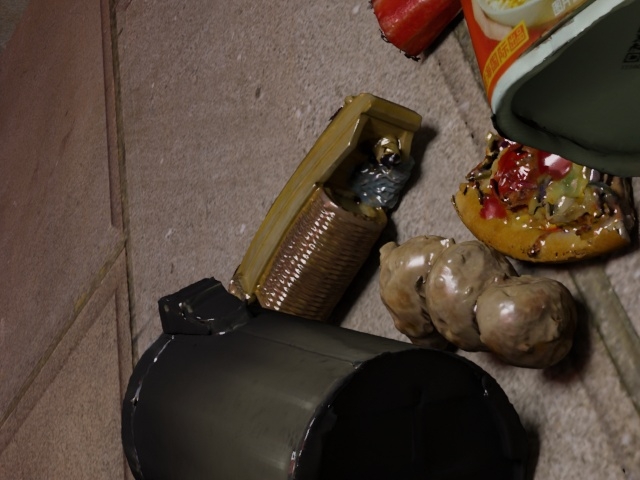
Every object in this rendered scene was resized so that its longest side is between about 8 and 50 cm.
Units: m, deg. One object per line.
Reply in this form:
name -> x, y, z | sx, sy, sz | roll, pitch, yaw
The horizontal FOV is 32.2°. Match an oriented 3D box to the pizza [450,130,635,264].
pizza -> 0.175, -0.077, 0.868 | 0.201, 0.053, 0.193 | 1, 73, 60

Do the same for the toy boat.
toy boat -> 0.000, 0.000, 1.078 | 0.310, 0.089, 0.115 | -56, 29, 23

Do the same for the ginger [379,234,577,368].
ginger -> 0.119, 0.047, 0.858 | 0.204, 0.080, 0.104 | 8, 111, 61

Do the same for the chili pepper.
chili pepper -> 0.128, -0.261, 1.072 | 0.169, 0.065, 0.088 | -40, 56, 34

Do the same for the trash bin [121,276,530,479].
trash bin -> -0.010, 0.160, 0.869 | 0.301, 0.203, 0.252 | 5, 116, 59

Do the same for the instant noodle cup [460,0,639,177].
instant noodle cup -> 0.204, -0.226, 0.729 | 0.294, 0.294, 0.307 | -36, 49, 45
